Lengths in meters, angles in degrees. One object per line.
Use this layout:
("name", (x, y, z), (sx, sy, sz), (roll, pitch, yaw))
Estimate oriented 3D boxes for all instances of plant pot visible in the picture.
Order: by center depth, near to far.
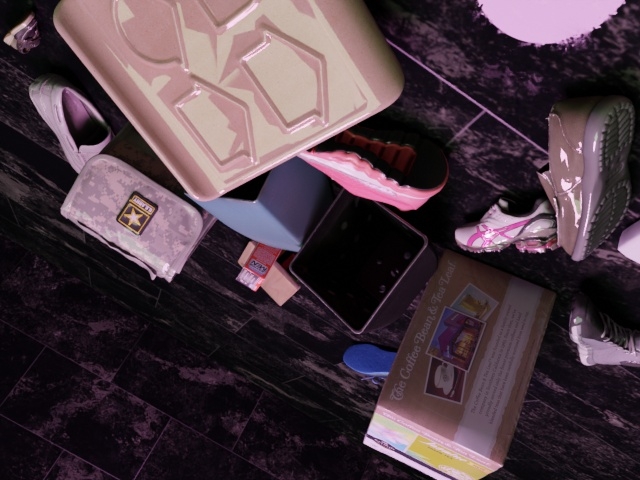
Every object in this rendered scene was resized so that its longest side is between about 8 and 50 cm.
("plant pot", (0.096, 0.043, 0.964), (0.187, 0.188, 0.167), (41, -171, 34))
("plant pot", (-0.083, -0.079, 0.995), (0.165, 0.165, 0.234), (9, 154, 35))

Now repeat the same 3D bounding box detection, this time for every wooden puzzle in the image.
("wooden puzzle", (-0.115, -0.247, 0.696), (0.348, 0.080, 0.322), (-24, 114, 29))

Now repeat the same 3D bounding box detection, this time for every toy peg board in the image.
("toy peg board", (-0.110, 0.063, 1.380), (0.160, 0.079, 0.161), (46, 152, 2))

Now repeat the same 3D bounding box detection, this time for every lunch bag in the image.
("lunch bag", (-0.301, -0.092, 1.038), (0.235, 0.287, 0.169), (34, 153, -7))

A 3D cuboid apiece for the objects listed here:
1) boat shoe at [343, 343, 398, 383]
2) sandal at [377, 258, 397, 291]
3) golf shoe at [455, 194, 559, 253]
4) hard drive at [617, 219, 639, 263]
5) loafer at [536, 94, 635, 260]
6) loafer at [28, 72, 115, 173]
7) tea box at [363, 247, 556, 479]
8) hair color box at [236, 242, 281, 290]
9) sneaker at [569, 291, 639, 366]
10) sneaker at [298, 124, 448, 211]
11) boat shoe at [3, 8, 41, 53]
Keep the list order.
("boat shoe", (0.183, 0.364, 1.566), (0.258, 0.109, 0.089), (8, 150, 39))
("sandal", (0.143, 0.096, 1.207), (0.067, 0.040, 0.179), (-1, 140, 46))
("golf shoe", (0.282, -0.027, 0.850), (0.186, 0.067, 0.086), (-4, 107, 55))
("hard drive", (0.549, -0.021, 0.606), (0.233, 0.047, 0.353), (28, 153, 2))
("loafer", (0.327, -0.079, 0.694), (0.087, 0.094, 0.251), (39, 155, 43))
("loafer", (-0.507, -0.217, 1.215), (0.111, 0.112, 0.319), (22, 153, 33))
("tea box", (0.252, 0.254, 1.057), (0.220, 0.329, 0.323), (23, 153, 14))
("hair color box", (-0.110, 0.015, 1.171), (0.053, 0.167, 0.093), (32, 154, -6))
("sneaker", (0.501, 0.154, 0.932), (0.132, 0.086, 0.229), (3, 154, 34))
("sneaker", (0.031, -0.126, 0.850), (0.314, 0.116, 0.136), (28, 157, 5))
("boat shoe", (-0.545, -0.385, 1.030), (0.049, 0.056, 0.152), (41, 161, -33))
